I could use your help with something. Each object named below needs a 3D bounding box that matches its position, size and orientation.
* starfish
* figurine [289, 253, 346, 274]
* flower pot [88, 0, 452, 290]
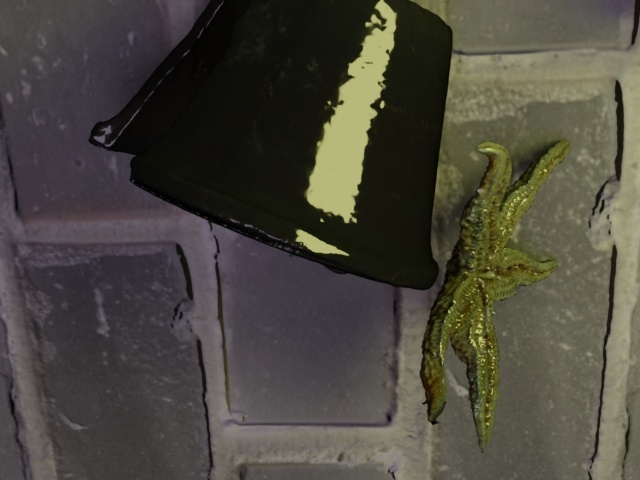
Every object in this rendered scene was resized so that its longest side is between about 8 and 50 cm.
[{"bbox_3d":[0.177,0.046,1.156,0.078,0.358,0.347,9,88,24],"label":"starfish"},{"bbox_3d":[0.000,0.000,1.290,0.105,0.047,0.060,19,81,1],"label":"figurine"},{"bbox_3d":[-0.009,-0.130,1.092,0.379,0.379,0.251,22,94,-8],"label":"flower pot"}]
